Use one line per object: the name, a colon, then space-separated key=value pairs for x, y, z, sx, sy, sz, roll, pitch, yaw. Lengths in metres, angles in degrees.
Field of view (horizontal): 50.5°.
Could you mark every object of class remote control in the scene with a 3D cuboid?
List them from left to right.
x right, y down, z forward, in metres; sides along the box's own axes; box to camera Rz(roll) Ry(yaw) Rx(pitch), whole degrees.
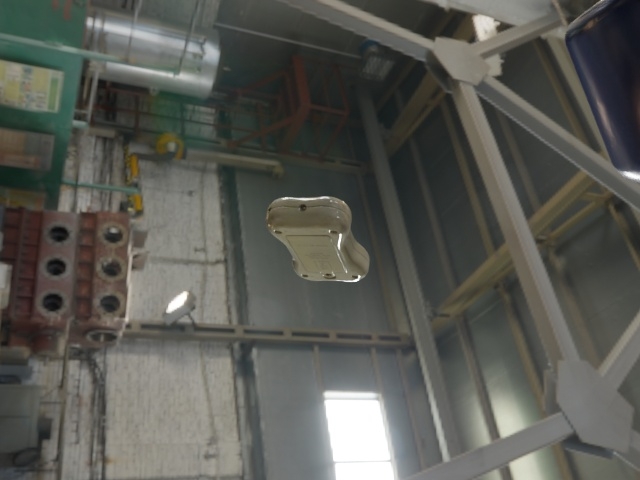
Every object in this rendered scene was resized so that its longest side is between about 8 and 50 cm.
remote control: x=0.000 y=0.000 z=0.603 sx=0.122 sy=0.074 sz=0.032 roll=64 pitch=31 yaw=-59

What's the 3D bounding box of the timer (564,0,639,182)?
timer: x=0.241 y=-0.260 z=0.458 sx=0.383 sy=0.270 sz=0.270 roll=57 pitch=-26 yaw=-4
